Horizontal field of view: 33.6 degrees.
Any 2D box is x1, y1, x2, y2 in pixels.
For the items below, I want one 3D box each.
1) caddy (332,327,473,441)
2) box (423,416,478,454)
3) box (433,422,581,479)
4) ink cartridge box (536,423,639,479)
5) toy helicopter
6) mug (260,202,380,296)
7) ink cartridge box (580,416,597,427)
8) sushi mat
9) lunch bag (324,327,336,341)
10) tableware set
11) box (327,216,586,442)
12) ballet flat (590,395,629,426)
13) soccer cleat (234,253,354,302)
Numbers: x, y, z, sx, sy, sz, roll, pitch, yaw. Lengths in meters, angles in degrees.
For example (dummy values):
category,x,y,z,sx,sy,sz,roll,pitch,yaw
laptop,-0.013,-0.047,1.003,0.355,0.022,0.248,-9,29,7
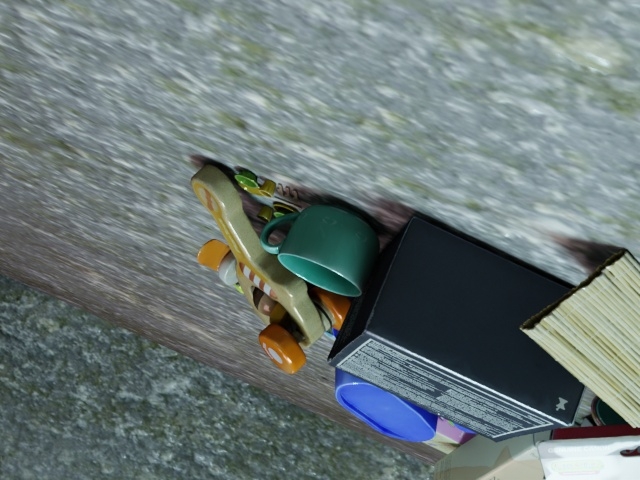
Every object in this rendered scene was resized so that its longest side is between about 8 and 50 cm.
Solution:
category,x,y,z,sx,sy,sz,roll,pitch,yaw
caddy,0.165,0.202,1.778,0.241,0.179,0.341,-15,144,28
box,0.280,0.391,2.334,0.243,0.117,0.213,27,165,-10
box,0.378,0.462,2.145,0.148,0.121,0.311,30,131,-17
ink cartridge box,0.505,0.361,1.589,0.309,0.130,0.272,-8,116,23
toy helicopter,-0.109,0.025,1.644,0.235,0.140,0.355,25,148,51
mug,0.006,0.001,1.490,0.157,0.097,0.129,29,165,-13
ink cartridge box,0.550,0.393,1.859,0.165,0.065,0.332,24,-177,5
sushi mat,0.382,0.131,1.303,0.316,0.151,0.019,38,-163,-39
lunch bag,0.073,0.167,1.947,0.151,0.096,0.129,-3,151,40
tableware set,-0.079,-0.057,1.568,0.104,0.024,0.154,23,165,8
box,0.196,0.135,1.477,0.296,0.183,0.294,25,164,-3
ballet flat,0.543,0.322,1.793,0.221,0.077,0.079,22,168,-7
soccer cleat,-0.044,0.081,1.846,0.289,0.093,0.121,11,162,39
